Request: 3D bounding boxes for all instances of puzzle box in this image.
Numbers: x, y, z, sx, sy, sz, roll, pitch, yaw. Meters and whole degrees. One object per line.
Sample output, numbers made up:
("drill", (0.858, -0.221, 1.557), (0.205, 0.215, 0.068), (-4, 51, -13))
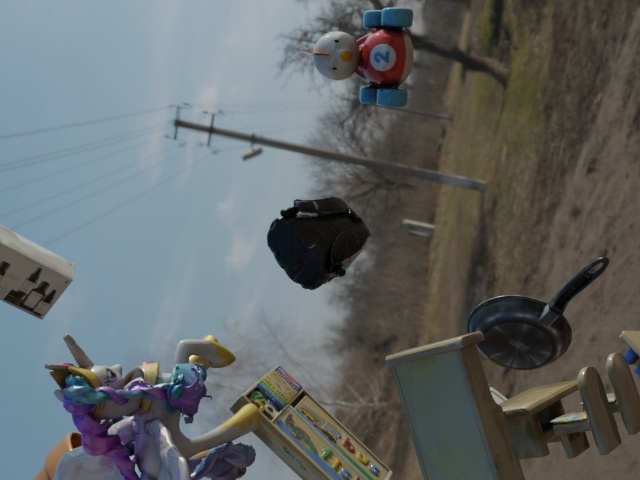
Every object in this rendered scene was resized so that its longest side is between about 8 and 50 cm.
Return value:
("puzzle box", (-0.011, 0.488, 1.814), (0.052, 0.409, 0.272), (-50, -7, 14))

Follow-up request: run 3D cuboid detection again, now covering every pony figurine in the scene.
("pony figurine", (-0.246, 0.304, 1.110), (0.364, 0.303, 0.350), (4, -102, -58))

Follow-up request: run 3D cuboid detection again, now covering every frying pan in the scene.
("frying pan", (0.427, 0.162, 1.406), (0.326, 0.197, 0.053), (-25, 28, 37))

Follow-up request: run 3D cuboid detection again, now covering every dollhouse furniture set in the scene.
("dollhouse furniture set", (0.211, 0.178, 0.871), (0.242, 0.212, 0.160), (-8, -101, -46))

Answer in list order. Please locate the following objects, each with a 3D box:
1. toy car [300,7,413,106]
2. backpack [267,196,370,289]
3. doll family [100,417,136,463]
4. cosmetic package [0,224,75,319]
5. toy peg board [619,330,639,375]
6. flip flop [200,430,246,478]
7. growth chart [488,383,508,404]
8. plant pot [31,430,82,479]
("toy car", (0.074, -0.427, 1.742), (0.210, 0.238, 0.219), (-145, 55, -67))
("backpack", (0.000, 0.000, 1.309), (0.115, 0.152, 0.182), (-38, -6, 37))
("doll family", (-0.420, 0.453, 1.745), (0.118, 0.163, 0.263), (-40, 3, 45))
("cosmetic package", (-0.532, 0.031, 1.221), (0.099, 0.239, 0.060), (-50, 29, 12))
("toy peg board", (0.623, 0.243, 1.335), (0.161, 0.161, 0.079), (55, 130, 47))
("flip flop", (-0.245, 0.506, 1.729), (0.080, 0.112, 0.277), (-46, 10, -15))
("growth chart", (0.453, 0.445, 2.047), (0.237, 0.172, 0.021), (1, -57, -51))
("plant pot", (-0.468, 0.544, 1.439), (0.203, 0.291, 0.291), (-40, -16, -10))
